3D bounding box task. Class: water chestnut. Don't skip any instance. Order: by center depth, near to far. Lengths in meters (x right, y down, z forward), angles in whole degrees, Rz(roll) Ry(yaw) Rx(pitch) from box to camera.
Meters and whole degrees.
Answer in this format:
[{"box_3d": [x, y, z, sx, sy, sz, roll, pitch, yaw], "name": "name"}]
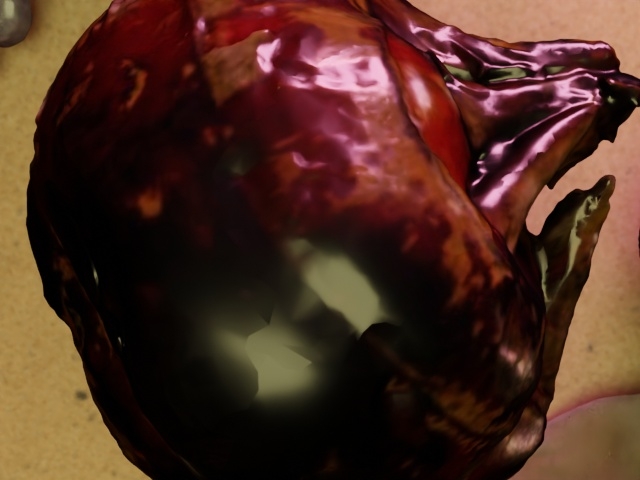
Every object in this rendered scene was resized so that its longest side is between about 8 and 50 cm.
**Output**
[{"box_3d": [0.000, 0.000, 0.486, 0.244, 0.289, 0.289, -21, 98, -25], "name": "water chestnut"}]

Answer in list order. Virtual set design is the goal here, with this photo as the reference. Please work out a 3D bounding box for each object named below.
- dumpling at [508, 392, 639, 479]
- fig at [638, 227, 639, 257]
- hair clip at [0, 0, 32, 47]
[{"box_3d": [0.189, 0.214, 0.546, 0.292, 0.204, 0.163, 16, 143, 38], "name": "dumpling"}, {"box_3d": [0.257, 0.011, 0.473, 0.203, 0.235, 0.203, 1, 98, 8], "name": "fig"}, {"box_3d": [-0.200, -0.164, 0.574, 0.124, 0.052, 0.195, 41, 107, 6], "name": "hair clip"}]
